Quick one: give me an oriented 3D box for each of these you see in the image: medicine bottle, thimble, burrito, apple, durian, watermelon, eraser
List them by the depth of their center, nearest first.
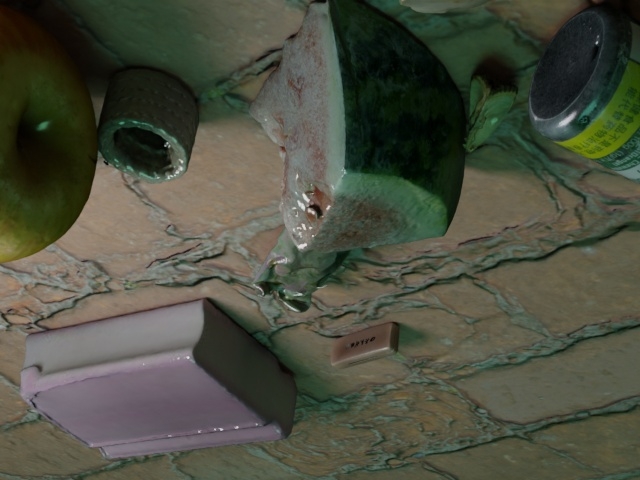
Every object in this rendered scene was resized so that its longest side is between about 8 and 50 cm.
[{"bbox_3d":[0.362,-0.115,1.271,0.293,0.141,0.141,22,145,-21],"label":"medicine bottle"},{"bbox_3d":[-0.374,-0.111,1.344,0.233,0.286,0.286,0,147,32],"label":"apple"},{"bbox_3d":[0.181,-0.138,1.353,0.052,0.066,0.130,9,157,2],"label":"durian"},{"bbox_3d":[0.041,-0.115,1.380,0.232,0.193,0.310,-23,152,12],"label":"watermelon"},{"bbox_3d":[-0.194,-0.131,1.437,0.102,0.090,0.115,-7,142,18],"label":"thimble"},{"bbox_3d":[-0.003,-0.003,1.607,0.096,0.066,0.309,19,143,-11],"label":"burrito"},{"bbox_3d":[-0.257,0.227,1.975,0.359,0.122,0.272,-12,142,29],"label":"eraser"}]

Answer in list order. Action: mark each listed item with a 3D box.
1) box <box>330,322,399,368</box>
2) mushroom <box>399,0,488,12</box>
[{"bbox_3d":[0.064,0.153,1.845,0.115,0.048,0.025,-19,142,38],"label":"box"},{"bbox_3d":[0.162,-0.272,1.125,0.247,0.096,0.108,-21,112,34],"label":"mushroom"}]
